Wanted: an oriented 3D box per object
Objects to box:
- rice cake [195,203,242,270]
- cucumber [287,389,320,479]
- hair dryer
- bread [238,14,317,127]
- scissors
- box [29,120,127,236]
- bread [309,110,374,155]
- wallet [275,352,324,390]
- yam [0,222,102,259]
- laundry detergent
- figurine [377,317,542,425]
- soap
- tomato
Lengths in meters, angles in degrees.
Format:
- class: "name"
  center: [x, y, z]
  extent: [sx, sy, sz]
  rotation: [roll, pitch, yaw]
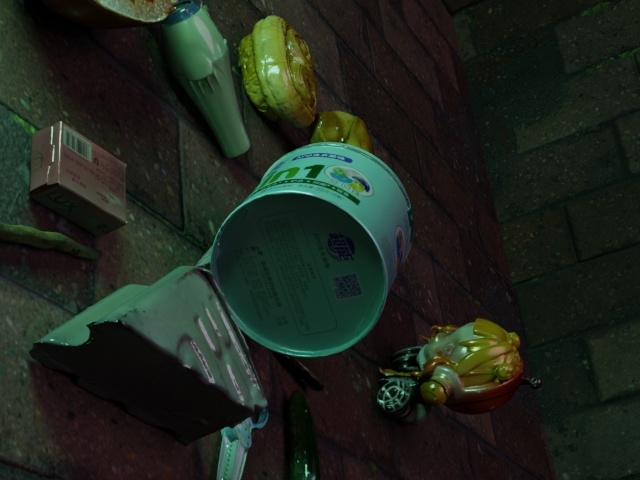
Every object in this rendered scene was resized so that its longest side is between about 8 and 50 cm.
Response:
- class: "rice cake"
  center: [-0.139, 0.022, 1.900]
  extent: [0.106, 0.050, 0.298]
  rotation: [62, 23, -16]
- class: "cucumber"
  center: [-0.029, 0.372, 1.850]
  extent: [0.056, 0.056, 0.250]
  rotation: [46, 30, -45]
- class: "hair dryer"
  center: [-0.197, -0.302, 2.015]
  extent: [0.298, 0.119, 0.296]
  rotation: [-69, 142, -77]
- class: "bread"
  center: [-0.085, -0.351, 2.265]
  extent: [0.198, 0.120, 0.236]
  rotation: [42, 34, -52]
- class: "scissors"
  center: [-0.131, 0.302, 1.695]
  extent: [0.125, 0.030, 0.256]
  rotation: [58, 21, -28]
- class: "box"
  center: [-0.336, -0.084, 1.512]
  extent: [0.156, 0.060, 0.111]
  rotation: [37, 38, -49]
- class: "bread"
  center: [0.049, -0.110, 2.261]
  extent: [0.195, 0.149, 0.344]
  rotation: [97, -6, -51]
- class: "wallet"
  center: [-0.035, 0.157, 2.048]
  extent: [0.133, 0.039, 0.243]
  rotation: [46, 31, -33]
- class: "yam"
  center: [-0.363, -0.001, 1.425]
  extent: [0.234, 0.029, 0.027]
  rotation: [21, 79, -64]
- class: "laundry detergent"
  center: [0.000, 0.000, 1.792]
  extent: [0.287, 0.287, 0.305]
  rotation: [63, 23, -15]
- class: "figurine"
  center: [0.296, 0.285, 2.329]
  extent: [0.196, 0.323, 0.320]
  rotation: [63, 23, -14]
- class: "soap"
  center: [-0.215, 0.189, 1.437]
  extent: [0.258, 0.159, 0.302]
  rotation: [69, 23, -7]
- class: "tomato"
  center: [-0.375, -0.461, 1.643]
  extent: [0.338, 0.143, 0.338]
  rotation: [42, 38, -45]
